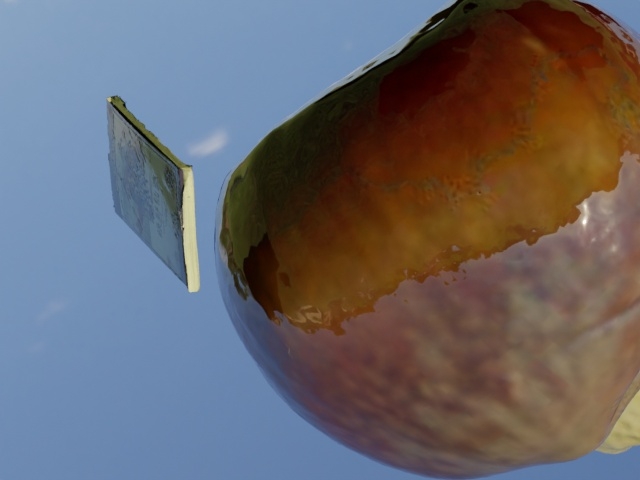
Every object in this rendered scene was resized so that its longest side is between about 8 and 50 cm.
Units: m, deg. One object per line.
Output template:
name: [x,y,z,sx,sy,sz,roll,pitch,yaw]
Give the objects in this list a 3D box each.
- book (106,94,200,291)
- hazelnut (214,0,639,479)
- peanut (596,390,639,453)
book: [-0.198,-0.056,2.119,0.026,0.157,0.231,-14,-149,-23]
hazelnut: [0.122,-0.002,1.435,0.409,0.359,0.359,-31,-159,35]
peanut: [0.338,0.090,1.716,0.290,0.130,0.130,-53,-162,23]
